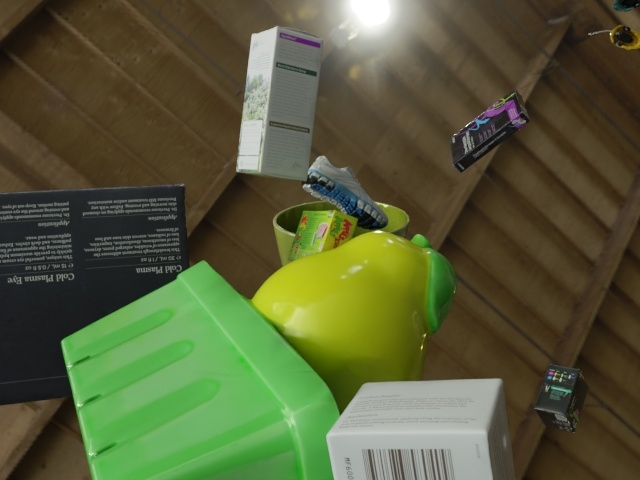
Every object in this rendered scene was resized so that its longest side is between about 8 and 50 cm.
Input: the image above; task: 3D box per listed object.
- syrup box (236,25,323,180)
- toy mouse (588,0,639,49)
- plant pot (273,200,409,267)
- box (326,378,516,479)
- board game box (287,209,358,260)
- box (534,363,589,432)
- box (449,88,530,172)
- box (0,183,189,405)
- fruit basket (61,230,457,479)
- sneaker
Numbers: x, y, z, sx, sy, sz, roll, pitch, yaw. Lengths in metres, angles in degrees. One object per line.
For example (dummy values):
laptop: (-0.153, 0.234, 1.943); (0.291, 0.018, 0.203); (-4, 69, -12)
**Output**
syrup box: (-0.068, -0.223, 1.154); (0.096, 0.093, 0.237); (6, -88, -33)
toy mouse: (0.611, -0.431, 1.321); (0.161, 0.031, 0.143); (21, -77, 2)
plant pot: (0.044, 0.092, 1.451); (0.274, 0.275, 0.294); (-11, -69, -27)
box: (0.070, 0.151, 0.451); (0.087, 0.101, 0.102); (-32, -67, -67)
board game box: (0.000, 0.000, 1.158); (0.043, 0.181, 0.092); (20, -94, -17)
box: (0.385, 0.250, 1.109); (0.062, 0.052, 0.083); (53, -125, -38)
box: (0.320, -0.211, 1.335); (0.029, 0.162, 0.116); (40, -151, -19)
box: (-0.383, 0.082, 1.120); (0.343, 0.179, 0.313); (-3, -94, -16)
fruit basket: (-0.033, 0.152, 0.653); (0.392, 0.392, 0.283); (-16, -69, -27)
sneaker: (0.059, -0.095, 1.321); (0.190, 0.071, 0.083); (36, -124, -16)
